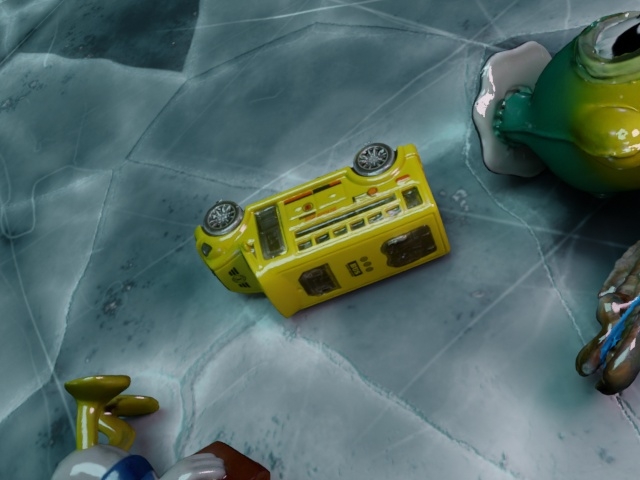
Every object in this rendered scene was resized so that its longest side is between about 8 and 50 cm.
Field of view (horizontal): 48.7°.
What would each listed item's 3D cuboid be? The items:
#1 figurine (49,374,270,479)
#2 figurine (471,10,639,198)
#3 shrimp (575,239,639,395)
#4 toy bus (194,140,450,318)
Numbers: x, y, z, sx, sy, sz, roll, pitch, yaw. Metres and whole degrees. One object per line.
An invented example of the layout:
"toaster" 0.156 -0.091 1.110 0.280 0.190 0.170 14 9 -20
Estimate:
"figurine" -0.186 0.334 0.824 0.284 0.204 0.338 -8 65 11
"figurine" 0.365 -0.153 0.819 0.324 0.231 0.340 -25 19 -25
"shrimp" 0.465 0.028 0.766 0.446 0.110 0.221 -33 57 -6
"toy bus" 0.000 0.000 0.967 0.330 0.144 0.152 -21 50 7
